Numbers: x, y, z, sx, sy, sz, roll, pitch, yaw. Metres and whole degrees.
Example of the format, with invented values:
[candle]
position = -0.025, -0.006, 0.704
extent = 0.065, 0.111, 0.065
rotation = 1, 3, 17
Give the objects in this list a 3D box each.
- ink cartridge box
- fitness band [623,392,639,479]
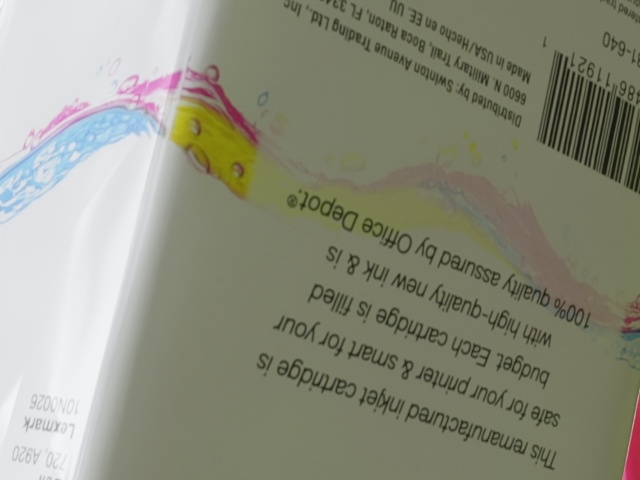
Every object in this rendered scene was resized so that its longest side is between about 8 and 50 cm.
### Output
[ink cartridge box]
position = 0.000, 0.000, 0.523
extent = 0.201, 0.117, 0.278
rotation = 22, -104, -39
[fitness band]
position = 0.206, 0.099, 0.810
extent = 0.054, 0.209, 0.290
rotation = -18, -39, -28
